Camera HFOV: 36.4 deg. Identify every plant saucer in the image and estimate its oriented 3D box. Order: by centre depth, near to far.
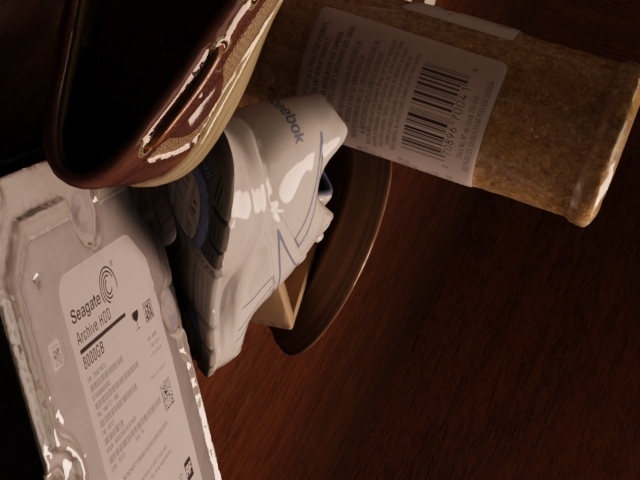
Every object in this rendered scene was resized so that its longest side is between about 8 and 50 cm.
[{"bbox_3d":[0.000,0.000,1.148,0.278,0.041,0.278,-57,-161,31],"label":"plant saucer"}]

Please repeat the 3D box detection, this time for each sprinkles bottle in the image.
[{"bbox_3d":[0.046,-0.121,0.714,0.121,0.355,0.121,20,90,-77],"label":"sprinkles bottle"}]

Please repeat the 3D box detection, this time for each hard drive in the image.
[{"bbox_3d":[-0.136,0.113,0.594,0.237,0.064,0.339,-56,135,-74],"label":"hard drive"}]

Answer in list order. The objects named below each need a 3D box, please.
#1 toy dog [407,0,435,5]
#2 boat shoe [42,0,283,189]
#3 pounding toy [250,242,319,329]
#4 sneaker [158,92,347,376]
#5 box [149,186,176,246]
[{"bbox_3d":[0.031,-0.260,0.868,0.334,0.220,0.161,94,-19,-46],"label":"toy dog"},{"bbox_3d":[-0.055,-0.179,0.483,0.342,0.123,0.123,-62,177,12],"label":"boat shoe"},{"bbox_3d":[-0.057,-0.046,1.000,0.181,0.094,0.206,78,25,-57],"label":"pounding toy"},{"bbox_3d":[-0.052,0.006,0.723,0.129,0.111,0.297,-23,158,-27],"label":"sneaker"},{"bbox_3d":[-0.111,-0.027,0.811,0.145,0.038,0.186,-48,166,0],"label":"box"}]
